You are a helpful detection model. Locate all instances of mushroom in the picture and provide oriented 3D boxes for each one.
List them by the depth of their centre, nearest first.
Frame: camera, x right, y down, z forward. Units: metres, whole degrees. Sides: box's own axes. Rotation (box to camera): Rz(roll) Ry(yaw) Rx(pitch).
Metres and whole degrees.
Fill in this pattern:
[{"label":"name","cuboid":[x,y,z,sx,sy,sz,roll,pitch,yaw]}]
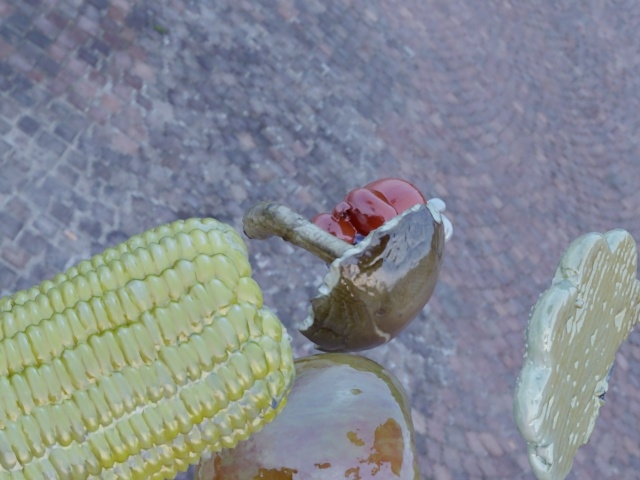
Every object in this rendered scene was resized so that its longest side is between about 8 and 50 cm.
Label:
[{"label":"mushroom","cuboid":[0.000,0.032,1.298,0.233,0.301,0.208,60,39,-62]}]

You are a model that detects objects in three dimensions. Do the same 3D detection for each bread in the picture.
[{"label":"bread","cuboid":[0.238,0.090,0.966,0.251,0.039,0.182,-54,134,-31]}]

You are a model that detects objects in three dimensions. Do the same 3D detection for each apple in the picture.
[{"label":"apple","cuboid":[-0.014,0.250,1.090,0.264,0.264,0.264,29,36,-24]}]

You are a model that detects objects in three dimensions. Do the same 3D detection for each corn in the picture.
[{"label":"corn","cuboid":[-0.092,0.053,0.352,0.165,0.063,0.085,-21,88,-11]}]

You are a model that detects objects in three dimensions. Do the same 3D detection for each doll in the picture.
[{"label":"doll","cuboid":[0.092,-0.017,1.543,0.290,0.161,0.130,9,33,-53]}]
